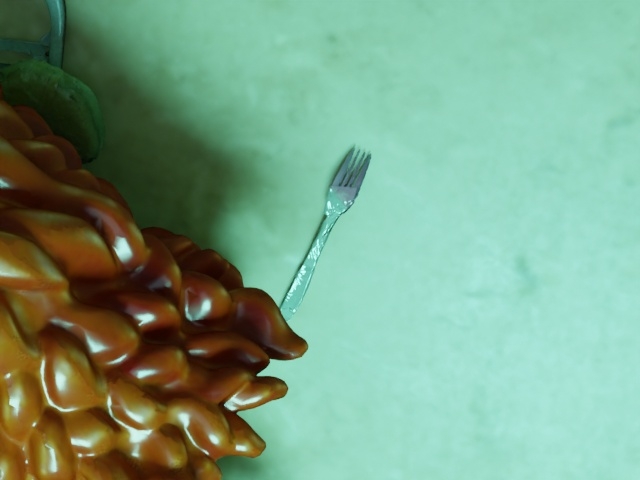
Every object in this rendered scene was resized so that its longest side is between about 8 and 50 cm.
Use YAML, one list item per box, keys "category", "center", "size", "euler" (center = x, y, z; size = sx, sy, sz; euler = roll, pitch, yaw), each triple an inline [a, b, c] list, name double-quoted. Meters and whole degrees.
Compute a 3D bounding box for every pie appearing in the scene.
- category: "pie"
  center: [-0.161, -0.064, 0.972]
  size: [0.084, 0.020, 0.084]
  euler: [3, 127, 4]

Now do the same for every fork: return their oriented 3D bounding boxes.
- category: "fork"
  center: [0.000, 0.001, 0.978]
  size: [0.016, 0.012, 0.115]
  euler: [29, 112, 7]

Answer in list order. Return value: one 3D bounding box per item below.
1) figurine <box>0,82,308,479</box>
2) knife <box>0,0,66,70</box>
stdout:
- category: "figurine"
  center: [-0.171, 0.116, 0.947]
  size: [0.306, 0.241, 0.412]
  euler: [16, 127, 13]
- category: "knife"
  center: [-0.193, -0.218, 0.905]
  size: [0.123, 0.053, 0.278]
  euler: [4, 125, -3]
